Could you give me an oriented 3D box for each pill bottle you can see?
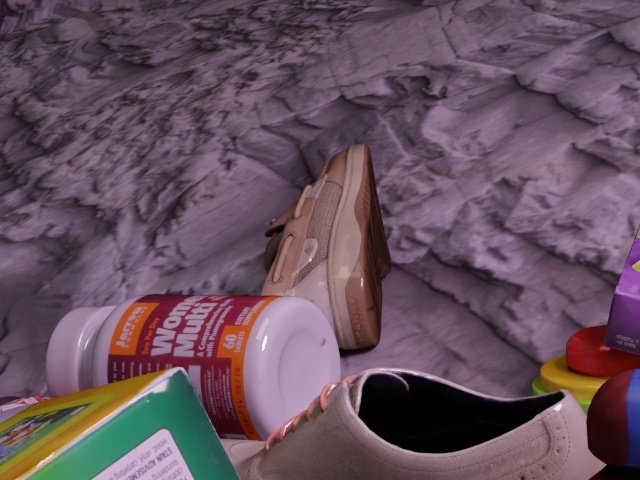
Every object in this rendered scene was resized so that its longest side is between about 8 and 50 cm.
[{"bbox_3d":[-0.105,0.103,1.577,0.221,0.121,0.121,0,22,33],"label":"pill bottle"}]

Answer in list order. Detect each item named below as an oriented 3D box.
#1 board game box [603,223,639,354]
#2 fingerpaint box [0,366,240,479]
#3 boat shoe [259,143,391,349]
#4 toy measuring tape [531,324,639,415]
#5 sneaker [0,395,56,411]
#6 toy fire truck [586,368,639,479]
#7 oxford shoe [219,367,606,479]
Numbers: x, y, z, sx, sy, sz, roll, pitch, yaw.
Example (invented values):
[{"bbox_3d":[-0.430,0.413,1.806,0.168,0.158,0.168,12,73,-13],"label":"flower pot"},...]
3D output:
[{"bbox_3d":[0.377,0.054,1.328,0.347,0.056,0.208,14,20,12],"label":"board game box"},{"bbox_3d":[-0.290,0.259,1.004,0.371,0.163,0.445,-17,13,46],"label":"fingerpaint box"},{"bbox_3d":[0.000,0.000,1.819,0.110,0.121,0.341,-10,19,8],"label":"boat shoe"},{"bbox_3d":[0.210,0.103,1.394,0.121,0.121,0.330,-9,10,12],"label":"toy measuring tape"},{"bbox_3d":[-0.255,0.188,1.473,0.145,0.090,0.270,-2,18,37],"label":"sneaker"},{"bbox_3d":[0.188,0.163,0.953,0.169,0.254,0.302,2,17,38],"label":"toy fire truck"},{"bbox_3d":[0.022,0.146,1.313,0.397,0.146,0.140,-2,23,33],"label":"oxford shoe"}]
